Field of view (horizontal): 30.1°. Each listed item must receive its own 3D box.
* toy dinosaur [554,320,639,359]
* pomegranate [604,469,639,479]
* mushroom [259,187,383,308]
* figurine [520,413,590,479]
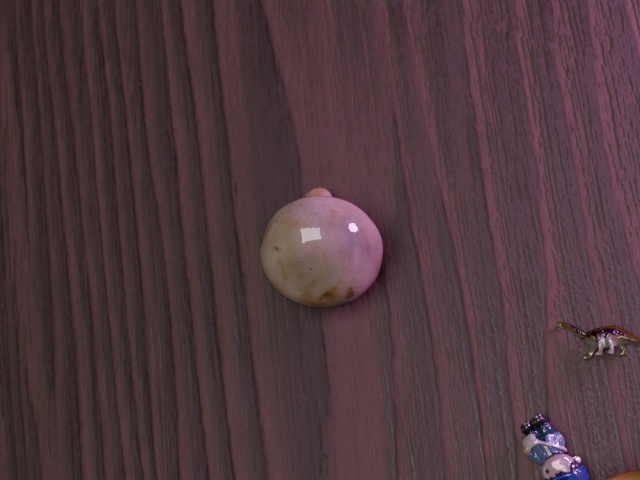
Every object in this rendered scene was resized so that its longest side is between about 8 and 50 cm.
[{"bbox_3d":[0.451,0.161,1.857,0.180,0.037,0.058,4,86,23],"label":"toy dinosaur"},{"bbox_3d":[0.466,0.467,1.669,0.307,0.307,0.307,-4,78,21],"label":"pomegranate"},{"bbox_3d":[0.000,0.000,2.003,0.207,0.207,0.215,-24,38,16],"label":"mushroom"},{"bbox_3d":[0.363,0.343,1.849,0.077,0.079,0.136,-35,46,15],"label":"figurine"}]
